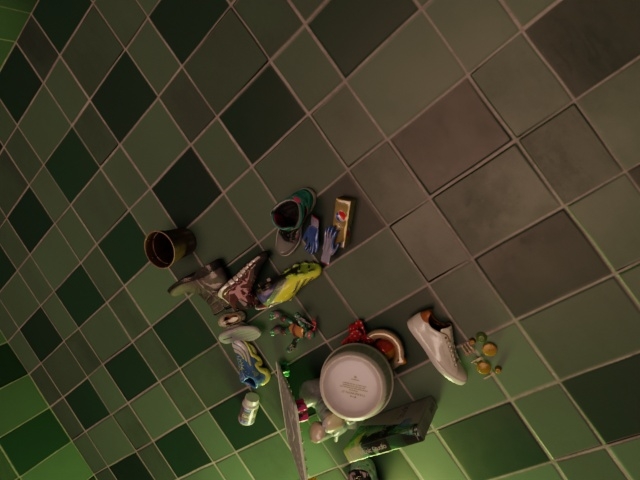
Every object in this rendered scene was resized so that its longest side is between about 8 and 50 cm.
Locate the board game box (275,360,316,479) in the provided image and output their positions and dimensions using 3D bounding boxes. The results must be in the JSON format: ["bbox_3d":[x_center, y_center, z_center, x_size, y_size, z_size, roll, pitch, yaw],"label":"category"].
[{"bbox_3d":[-0.098,0.736,1.751,0.051,0.390,0.389,-10,102,-14],"label":"board game box"}]

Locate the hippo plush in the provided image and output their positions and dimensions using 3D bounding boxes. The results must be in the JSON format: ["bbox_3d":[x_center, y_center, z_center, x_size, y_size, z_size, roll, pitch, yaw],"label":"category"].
[{"bbox_3d":[0.043,0.646,1.748,0.234,0.294,0.236,-37,60,8],"label":"hippo plush"}]

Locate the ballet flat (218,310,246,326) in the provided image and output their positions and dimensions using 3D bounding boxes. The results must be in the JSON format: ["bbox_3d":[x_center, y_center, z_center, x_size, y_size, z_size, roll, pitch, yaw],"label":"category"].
[{"bbox_3d":[-0.406,0.351,1.938,0.168,0.052,0.057,-25,92,28],"label":"ballet flat"}]

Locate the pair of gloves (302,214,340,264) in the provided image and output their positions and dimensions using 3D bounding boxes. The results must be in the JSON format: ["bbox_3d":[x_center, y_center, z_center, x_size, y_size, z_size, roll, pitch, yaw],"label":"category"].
[{"bbox_3d":[0.000,0.000,1.632,0.198,0.023,0.159,33,121,43],"label":"pair of gloves"}]

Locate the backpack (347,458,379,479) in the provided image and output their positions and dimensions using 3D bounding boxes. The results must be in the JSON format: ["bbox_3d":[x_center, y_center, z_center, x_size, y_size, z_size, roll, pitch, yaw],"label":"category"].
[{"bbox_3d":[0.175,1.003,1.811,0.152,0.115,0.181,-9,99,14],"label":"backpack"}]

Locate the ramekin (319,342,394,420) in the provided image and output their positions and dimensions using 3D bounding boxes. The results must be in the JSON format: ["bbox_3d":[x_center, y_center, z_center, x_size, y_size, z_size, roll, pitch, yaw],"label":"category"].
[{"bbox_3d":[0.120,0.503,1.540,0.273,0.127,0.272,-2,82,13],"label":"ramekin"}]

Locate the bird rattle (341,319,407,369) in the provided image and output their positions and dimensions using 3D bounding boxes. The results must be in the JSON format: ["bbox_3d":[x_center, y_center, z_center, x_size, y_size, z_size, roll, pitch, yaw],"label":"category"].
[{"bbox_3d":[0.214,0.415,1.662,0.207,0.143,0.253,-23,80,16],"label":"bird rattle"}]

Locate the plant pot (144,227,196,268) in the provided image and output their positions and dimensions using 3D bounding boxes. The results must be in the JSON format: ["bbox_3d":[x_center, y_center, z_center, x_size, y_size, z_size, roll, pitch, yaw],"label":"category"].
[{"bbox_3d":[-0.642,0.019,1.895,0.167,0.165,0.166,7,107,23],"label":"plant pot"}]

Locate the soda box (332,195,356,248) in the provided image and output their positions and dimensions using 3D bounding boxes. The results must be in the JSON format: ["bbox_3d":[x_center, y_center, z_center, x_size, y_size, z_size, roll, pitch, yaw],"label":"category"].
[{"bbox_3d":[0.083,-0.068,1.601,0.058,0.061,0.181,15,109,21],"label":"soda box"}]

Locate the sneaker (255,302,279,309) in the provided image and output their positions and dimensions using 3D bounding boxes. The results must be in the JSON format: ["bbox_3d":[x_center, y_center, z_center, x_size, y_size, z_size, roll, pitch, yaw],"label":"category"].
[{"bbox_3d":[-0.208,0.244,1.825,0.158,0.061,0.064,-23,81,19],"label":"sneaker"}]

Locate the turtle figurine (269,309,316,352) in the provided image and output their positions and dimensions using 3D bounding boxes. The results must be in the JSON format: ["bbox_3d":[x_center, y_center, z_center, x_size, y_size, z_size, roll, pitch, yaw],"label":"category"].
[{"bbox_3d":[-0.104,0.365,1.770,0.234,0.118,0.175,12,94,37],"label":"turtle figurine"}]

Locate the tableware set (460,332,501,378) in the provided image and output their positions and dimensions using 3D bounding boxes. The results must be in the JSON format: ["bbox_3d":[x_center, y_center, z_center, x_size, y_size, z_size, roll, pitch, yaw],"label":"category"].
[{"bbox_3d":[0.574,0.401,1.525,0.104,0.024,0.154,-37,85,24],"label":"tableware set"}]

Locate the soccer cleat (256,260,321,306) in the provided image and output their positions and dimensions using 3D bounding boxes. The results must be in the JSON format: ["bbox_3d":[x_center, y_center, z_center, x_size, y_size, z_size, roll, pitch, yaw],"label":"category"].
[{"bbox_3d":[-0.116,0.176,1.733,0.289,0.093,0.121,-25,116,12],"label":"soccer cleat"}]

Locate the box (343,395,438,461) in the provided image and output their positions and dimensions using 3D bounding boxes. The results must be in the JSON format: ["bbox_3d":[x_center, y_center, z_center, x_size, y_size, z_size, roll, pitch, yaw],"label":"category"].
[{"bbox_3d":[0.263,0.701,1.625,0.322,0.232,0.058,-33,84,27],"label":"box"}]

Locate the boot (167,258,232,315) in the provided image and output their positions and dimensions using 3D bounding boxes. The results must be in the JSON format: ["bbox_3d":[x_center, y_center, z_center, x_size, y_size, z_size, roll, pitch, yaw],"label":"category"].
[{"bbox_3d":[-0.517,0.242,1.931,0.338,0.118,0.222,-26,97,32],"label":"boot"}]

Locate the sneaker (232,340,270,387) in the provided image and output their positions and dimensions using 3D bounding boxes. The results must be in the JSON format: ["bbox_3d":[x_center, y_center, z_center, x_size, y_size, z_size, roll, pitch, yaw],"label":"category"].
[{"bbox_3d":[-0.322,0.541,1.908,0.240,0.126,0.091,47,117,6],"label":"sneaker"}]

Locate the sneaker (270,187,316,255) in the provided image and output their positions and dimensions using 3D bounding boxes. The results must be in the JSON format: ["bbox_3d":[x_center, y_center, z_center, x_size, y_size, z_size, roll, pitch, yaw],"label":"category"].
[{"bbox_3d":[-0.124,-0.052,1.633,0.124,0.178,0.295,30,114,15],"label":"sneaker"}]

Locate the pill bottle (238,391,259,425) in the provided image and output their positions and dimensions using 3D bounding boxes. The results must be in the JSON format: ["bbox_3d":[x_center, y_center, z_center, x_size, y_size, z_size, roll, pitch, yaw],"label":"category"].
[{"bbox_3d":[-0.326,0.769,1.997,0.078,0.078,0.137,23,112,18],"label":"pill bottle"}]

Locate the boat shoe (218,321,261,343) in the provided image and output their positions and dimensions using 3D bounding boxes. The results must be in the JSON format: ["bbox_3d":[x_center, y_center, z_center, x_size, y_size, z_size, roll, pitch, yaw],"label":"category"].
[{"bbox_3d":[-0.350,0.391,1.909,0.226,0.075,0.083,-13,123,27],"label":"boat shoe"}]

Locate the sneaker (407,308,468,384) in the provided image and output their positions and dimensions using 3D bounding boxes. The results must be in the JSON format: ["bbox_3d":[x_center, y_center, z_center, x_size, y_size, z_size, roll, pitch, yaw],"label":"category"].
[{"bbox_3d":[0.437,0.370,1.529,0.123,0.106,0.290,-42,83,30],"label":"sneaker"}]

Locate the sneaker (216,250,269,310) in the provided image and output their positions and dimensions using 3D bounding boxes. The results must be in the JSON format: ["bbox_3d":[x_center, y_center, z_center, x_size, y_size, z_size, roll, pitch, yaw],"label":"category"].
[{"bbox_3d":[-0.277,0.180,1.797,0.281,0.106,0.162,-42,92,12],"label":"sneaker"}]
